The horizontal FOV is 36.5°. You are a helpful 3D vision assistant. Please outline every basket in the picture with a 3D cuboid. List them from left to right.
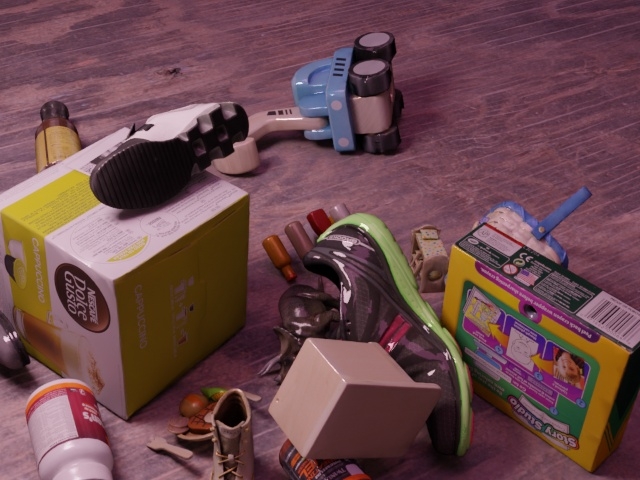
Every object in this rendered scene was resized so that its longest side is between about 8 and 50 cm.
[{"bbox_3d":[0.409,0.017,1.977,0.289,0.255,0.201,-32,76,-28],"label":"basket"}]

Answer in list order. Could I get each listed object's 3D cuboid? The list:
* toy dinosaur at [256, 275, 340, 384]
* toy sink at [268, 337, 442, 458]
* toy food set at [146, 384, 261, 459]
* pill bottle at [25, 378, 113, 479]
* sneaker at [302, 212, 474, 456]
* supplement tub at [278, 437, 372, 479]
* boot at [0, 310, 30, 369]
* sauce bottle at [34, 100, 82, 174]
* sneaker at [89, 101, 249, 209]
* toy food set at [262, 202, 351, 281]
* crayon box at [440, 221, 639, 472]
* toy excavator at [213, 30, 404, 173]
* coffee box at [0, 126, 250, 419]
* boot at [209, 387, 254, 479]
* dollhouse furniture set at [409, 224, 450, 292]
[{"bbox_3d":[-0.021,0.141,1.903,0.160,0.121,0.313,14,42,-9],"label":"toy dinosaur"},{"bbox_3d":[0.058,0.260,1.604,0.234,0.152,0.131,10,26,-41],"label":"toy sink"},{"bbox_3d":[-0.207,0.306,1.711,0.132,0.038,0.192,6,32,43],"label":"toy food set"},{"bbox_3d":[-0.413,0.345,1.611,0.121,0.121,0.221,-12,41,-19],"label":"pill bottle"},{"bbox_3d":[0.122,0.185,1.760,0.202,0.185,0.482,-27,69,-7],"label":"sneaker"},{"bbox_3d":[0.023,0.398,1.592,0.106,0.106,0.198,-21,44,-27],"label":"supplement tub"},{"bbox_3d":[-0.711,0.201,1.795,0.338,0.118,0.223,20,43,36],"label":"boot"},{"bbox_3d":[-0.624,-0.221,2.315,0.111,0.111,0.344,-7,40,-13],"label":"sauce bottle"},{"bbox_3d":[-0.292,-0.156,1.733,0.146,0.122,0.330,16,36,41],"label":"sneaker"},{"bbox_3d":[0.000,0.000,2.102,0.232,0.111,0.104,-19,74,-41],"label":"toy food set"},{"bbox_3d":[0.384,0.188,1.718,0.106,0.313,0.363,-33,51,-33],"label":"crayon box"},{"bbox_3d":[-0.029,-0.321,2.450,0.445,0.222,0.433,-4,37,13],"label":"toy excavator"},{"bbox_3d":[-0.363,0.053,1.809,0.334,0.337,0.338,28,44,27],"label":"coffee box"},{"bbox_3d":[-0.145,0.365,1.571,0.077,0.165,0.213,2,37,0],"label":"boot"},{"bbox_3d":[0.178,0.017,2.086,0.161,0.101,0.182,-3,39,-8],"label":"dollhouse furniture set"}]
